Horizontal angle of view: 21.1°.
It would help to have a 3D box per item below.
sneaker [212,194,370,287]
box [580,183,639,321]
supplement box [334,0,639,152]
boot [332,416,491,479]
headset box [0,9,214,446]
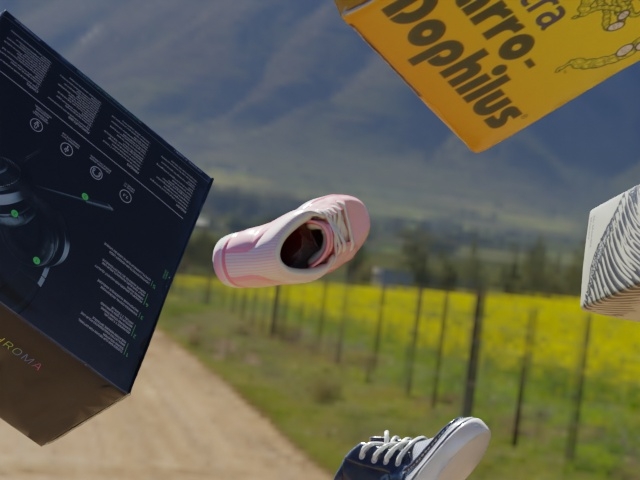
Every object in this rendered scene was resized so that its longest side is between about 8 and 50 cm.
[{"bbox_3d":[0.000,0.000,1.128,0.134,0.051,0.070,-19,6,-42],"label":"sneaker"},{"bbox_3d":[0.338,0.000,1.591,0.094,0.113,0.275,11,-15,-12],"label":"box"},{"bbox_3d":[0.078,-0.271,1.060,0.195,0.357,0.194,-31,-33,15],"label":"supplement box"},{"bbox_3d":[0.065,0.186,1.414,0.069,0.190,0.086,-19,60,-43],"label":"boot"},{"bbox_3d":[-0.252,-0.004,1.442,0.246,0.283,0.131,39,-47,-23],"label":"headset box"}]
